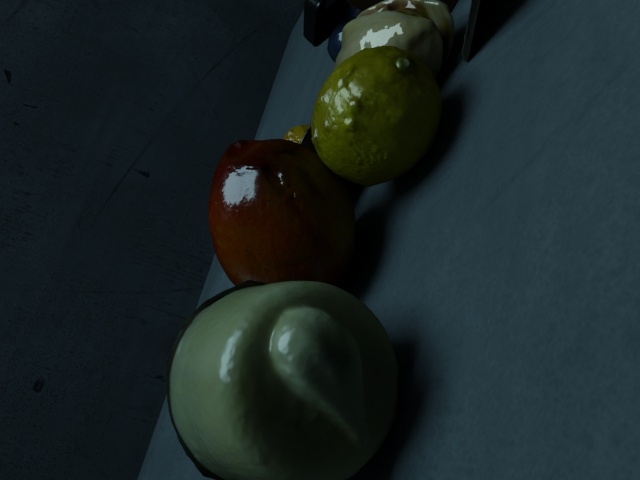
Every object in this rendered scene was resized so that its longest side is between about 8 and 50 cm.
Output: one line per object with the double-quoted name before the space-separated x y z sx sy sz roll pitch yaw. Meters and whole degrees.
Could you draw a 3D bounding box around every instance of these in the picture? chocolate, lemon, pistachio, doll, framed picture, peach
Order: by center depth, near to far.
"chocolate" -0.030 0.215 0.874 0.297 0.326 0.314 -10 55 52
"framed picture" 0.285 -0.491 1.065 0.209 0.019 0.281 79 -157 -64
"lemon" 0.099 -0.223 1.099 0.288 0.233 0.234 130 156 -56
"peach" -0.077 -0.033 1.216 0.372 0.289 0.373 166 90 -88
"pistachio" 0.144 -0.374 1.229 0.193 0.214 0.318 -45 16 -27
"doll" 0.120 -0.624 1.753 0.228 0.154 0.258 -96 25 -52
"lemon" -0.050 -0.280 1.821 0.142 0.142 0.187 -65 19 9

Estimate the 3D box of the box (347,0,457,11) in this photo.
"box" 0.214 -0.656 1.295 0.339 0.239 0.229 -58 16 32

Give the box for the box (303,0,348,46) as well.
"box" 0.090 -0.745 1.791 0.350 0.058 0.211 -44 -11 -13

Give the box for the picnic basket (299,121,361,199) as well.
"picnic basket" 0.041 -0.214 1.459 0.222 0.129 0.297 -56 20 31

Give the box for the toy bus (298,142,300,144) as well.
"toy bus" -0.052 -0.132 1.623 0.128 0.147 0.256 -40 32 55
